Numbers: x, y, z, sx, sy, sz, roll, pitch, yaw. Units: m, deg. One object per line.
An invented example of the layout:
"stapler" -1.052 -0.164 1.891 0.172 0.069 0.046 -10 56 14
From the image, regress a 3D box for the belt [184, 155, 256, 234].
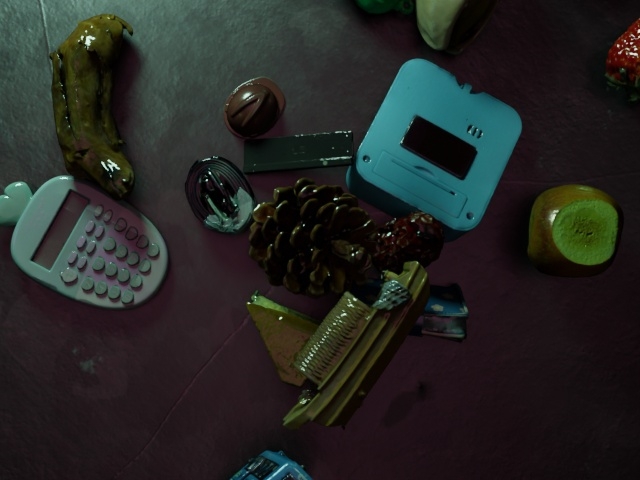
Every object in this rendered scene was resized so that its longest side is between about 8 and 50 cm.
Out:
"belt" -0.163 -0.071 1.404 0.105 0.058 0.140 -36 92 0

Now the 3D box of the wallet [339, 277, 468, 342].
"wallet" 0.133 0.105 1.379 0.202 0.141 0.059 6 114 -3

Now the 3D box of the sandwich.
"sandwich" -0.021 0.178 1.379 0.235 0.122 0.128 22 84 0

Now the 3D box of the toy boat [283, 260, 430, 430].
"toy boat" 0.046 0.154 1.268 0.115 0.089 0.310 34 91 -3

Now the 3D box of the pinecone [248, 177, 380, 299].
"pinecone" 0.002 0.001 1.338 0.212 0.168 0.186 18 79 35

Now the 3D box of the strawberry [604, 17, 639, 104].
"strawberry" 0.547 -0.301 1.423 0.131 0.131 0.148 45 86 -2

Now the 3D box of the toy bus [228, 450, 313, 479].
"toy bus" -0.073 0.397 1.310 0.134 0.246 0.113 -42 91 -15

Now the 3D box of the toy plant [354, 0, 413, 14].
"toy plant" 0.082 -0.454 1.411 0.200 0.105 0.143 32 73 -19

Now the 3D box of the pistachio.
"pistachio" 0.224 -0.425 1.402 0.137 0.153 0.238 6 91 -43

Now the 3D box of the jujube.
"jujube" 0.142 0.010 1.373 0.104 0.166 0.104 5 78 -26

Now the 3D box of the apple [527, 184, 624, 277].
"apple" 0.412 -0.016 1.383 0.147 0.163 0.146 7 97 12

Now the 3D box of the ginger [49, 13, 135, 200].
"ginger" -0.365 -0.213 1.373 0.133 0.107 0.309 -1 86 -9

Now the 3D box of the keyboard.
"keyboard" -0.037 -0.142 1.396 0.195 0.018 0.060 -2 82 22

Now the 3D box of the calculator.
"calculator" -0.390 0.001 1.398 0.298 0.041 0.186 28 87 -4

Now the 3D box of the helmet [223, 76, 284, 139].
"helmet" -0.110 -0.223 1.411 0.089 0.057 0.111 42 87 1

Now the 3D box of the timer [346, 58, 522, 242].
"timer" 0.190 -0.151 1.434 0.231 0.091 0.250 29 76 -2
